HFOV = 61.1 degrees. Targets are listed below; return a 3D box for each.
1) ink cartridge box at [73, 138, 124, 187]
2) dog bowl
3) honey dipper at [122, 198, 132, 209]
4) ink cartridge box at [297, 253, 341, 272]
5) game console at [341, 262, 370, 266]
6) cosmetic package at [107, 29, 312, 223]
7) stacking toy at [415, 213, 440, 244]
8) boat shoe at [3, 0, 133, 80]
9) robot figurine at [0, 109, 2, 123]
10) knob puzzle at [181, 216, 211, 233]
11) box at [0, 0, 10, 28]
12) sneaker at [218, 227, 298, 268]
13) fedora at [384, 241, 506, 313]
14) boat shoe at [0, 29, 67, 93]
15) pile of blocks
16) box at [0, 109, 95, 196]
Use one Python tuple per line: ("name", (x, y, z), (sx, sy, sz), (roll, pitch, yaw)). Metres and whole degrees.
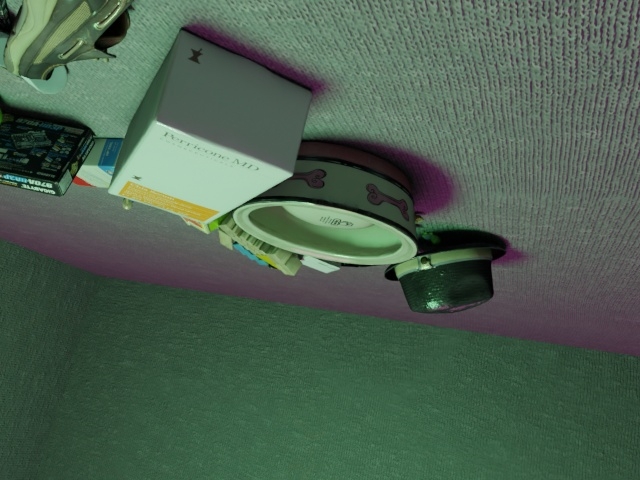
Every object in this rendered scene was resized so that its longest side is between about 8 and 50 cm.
("ink cartridge box", (-0.546, -0.188, 1.335), (0.231, 0.078, 0.134), (6, 163, 21))
("dog bowl", (0.022, -0.075, 1.191), (0.408, 0.150, 0.408), (11, 164, 3))
("honey dipper", (-0.597, -0.132, 1.672), (0.031, 0.030, 0.161), (16, 162, -14))
("ink cartridge box", (0.000, 0.000, 1.452), (0.109, 0.150, 0.063), (23, 148, -34))
("game console", (0.125, 0.051, 1.656), (0.213, 0.043, 0.361), (-5, -178, -26))
("cosmetic package", (-0.229, -0.171, 1.008), (0.230, 0.161, 0.453), (19, 163, -25))
("stacking toy", (0.190, -0.022, 1.436), (0.221, 0.052, 0.167), (1, 162, 32))
("boat shoe", (-0.327, -0.287, 0.722), (0.130, 0.132, 0.355), (21, 163, -31))
("robot figurine", (-0.712, -0.278, 1.136), (0.067, 0.101, 0.115), (-28, 160, -22))
("knob puzzle", (-0.362, -0.114, 1.360), (0.213, 0.030, 0.213), (36, 146, 29))
("box", (-0.518, -0.359, 0.815), (0.083, 0.018, 0.067), (17, 164, -18))
("sneaker", (-0.167, -0.001, 1.552), (0.296, 0.146, 0.104), (7, 141, 5))
("fedora", (0.346, 0.117, 1.473), (0.334, 0.152, 0.334), (-8, 165, -2))
("boat shoe", (-0.511, -0.314, 0.913), (0.083, 0.065, 0.183), (35, 180, 11))
("pile of blocks", (-0.194, -0.038, 1.434), (0.362, 0.112, 0.149), (33, 155, 6))
("box", (-0.642, -0.195, 1.194), (0.220, 0.175, 0.051), (11, 143, -1))
